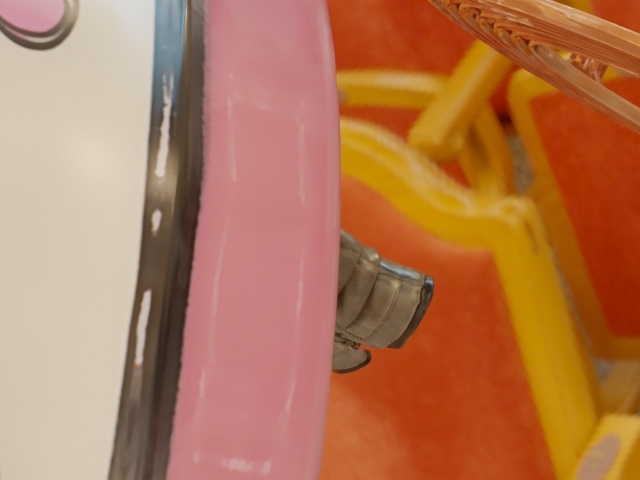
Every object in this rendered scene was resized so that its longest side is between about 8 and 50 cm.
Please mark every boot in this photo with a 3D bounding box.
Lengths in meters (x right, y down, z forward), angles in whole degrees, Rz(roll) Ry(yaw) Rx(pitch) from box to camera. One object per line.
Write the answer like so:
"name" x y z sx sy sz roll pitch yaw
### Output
"boot" 0.000 0.000 0.941 0.246 0.161 0.083 135 155 -62

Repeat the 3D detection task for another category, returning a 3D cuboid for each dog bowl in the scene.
"dog bowl" -0.114 0.052 0.481 0.150 0.408 0.408 9 23 -16

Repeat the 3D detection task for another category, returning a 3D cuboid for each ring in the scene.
"ring" 0.201 -0.051 0.740 0.032 0.337 0.336 -63 30 5
